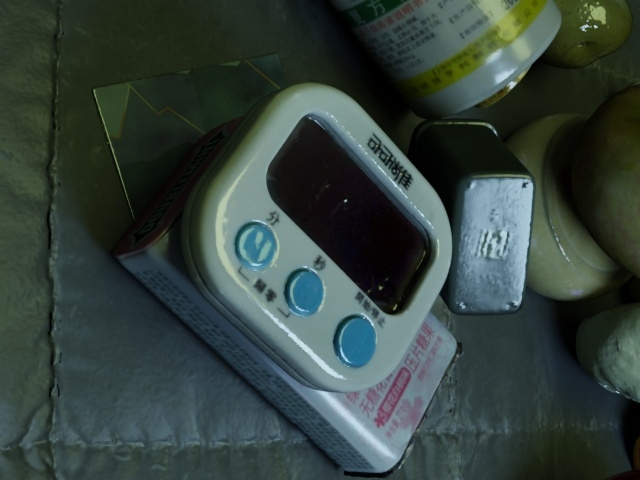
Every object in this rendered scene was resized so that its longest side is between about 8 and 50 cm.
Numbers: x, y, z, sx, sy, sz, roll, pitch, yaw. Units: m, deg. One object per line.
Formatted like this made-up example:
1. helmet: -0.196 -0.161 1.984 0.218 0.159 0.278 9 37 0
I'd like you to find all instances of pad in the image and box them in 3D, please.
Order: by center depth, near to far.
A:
1. pad: -0.113 -0.105 1.099 0.243 0.004 0.164 -20 93 -38

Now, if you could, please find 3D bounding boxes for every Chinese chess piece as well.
1. Chinese chess piece: 0.332 -0.045 1.367 0.251 0.097 0.251 8 77 -37

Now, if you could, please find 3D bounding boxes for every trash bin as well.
1. trash bin: 0.160 -0.033 1.147 0.101 0.236 0.177 1 110 -7

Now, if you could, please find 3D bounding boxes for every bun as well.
1. bun: 0.477 0.149 1.317 0.287 0.287 0.146 5 76 -36

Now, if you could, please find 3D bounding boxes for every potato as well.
1. potato: 0.319 -0.325 1.382 0.157 0.157 0.194 -40 104 -35

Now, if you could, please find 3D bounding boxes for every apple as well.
1. apple: 0.432 -0.064 1.241 0.257 0.257 0.234 -56 142 -30

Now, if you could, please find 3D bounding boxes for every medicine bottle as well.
1. medicine bottle: 0.099 -0.326 1.175 0.340 0.208 0.208 50 56 -19

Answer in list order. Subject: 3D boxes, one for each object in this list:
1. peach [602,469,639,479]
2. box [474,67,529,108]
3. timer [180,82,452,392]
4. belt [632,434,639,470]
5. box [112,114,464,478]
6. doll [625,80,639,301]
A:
1. peach: 0.357 0.405 1.207 0.245 0.248 0.275 -2 87 2
2. box: 0.221 -0.217 1.312 0.037 0.105 0.105 41 59 -17
3. timer: 0.000 0.000 0.970 0.262 0.087 0.237 46 59 -24
4. belt: 0.540 0.333 1.392 0.105 0.184 0.261 -33 86 -38
5. box: -0.018 0.067 1.067 0.369 0.112 0.190 45 59 -22
6. doll: 0.603 -0.036 1.508 0.187 0.376 0.366 46 56 -76
